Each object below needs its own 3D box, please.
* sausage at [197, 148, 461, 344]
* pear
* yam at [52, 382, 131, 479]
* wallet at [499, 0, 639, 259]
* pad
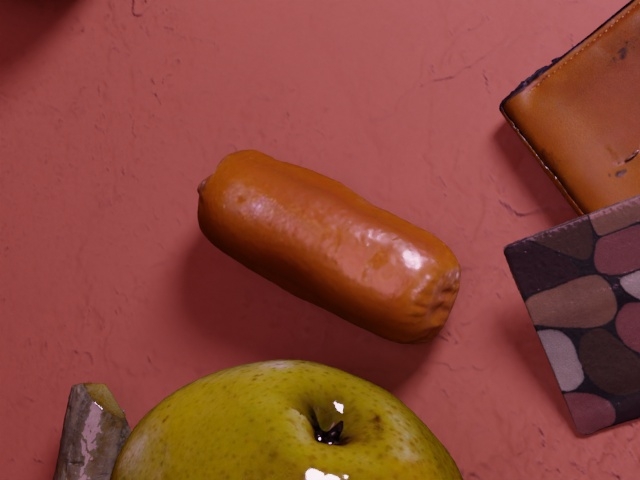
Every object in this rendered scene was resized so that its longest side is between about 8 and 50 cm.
[{"bbox_3d":[0.000,0.000,1.152,0.238,0.098,0.098,28,98,24],"label":"sausage"},{"bbox_3d":[-0.022,0.223,1.045,0.294,0.294,0.294,-2,84,26],"label":"pear"},{"bbox_3d":[-0.194,0.195,1.243,0.070,0.070,0.146,12,90,26],"label":"yam"},{"bbox_3d":[0.251,-0.099,1.067,0.195,0.042,0.161,-40,66,19],"label":"wallet"},{"bbox_3d":[0.265,0.037,1.040,0.235,0.003,0.158,-21,94,23],"label":"pad"}]
